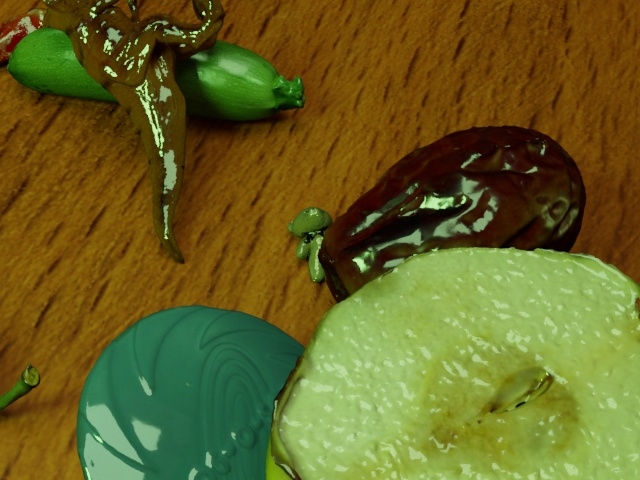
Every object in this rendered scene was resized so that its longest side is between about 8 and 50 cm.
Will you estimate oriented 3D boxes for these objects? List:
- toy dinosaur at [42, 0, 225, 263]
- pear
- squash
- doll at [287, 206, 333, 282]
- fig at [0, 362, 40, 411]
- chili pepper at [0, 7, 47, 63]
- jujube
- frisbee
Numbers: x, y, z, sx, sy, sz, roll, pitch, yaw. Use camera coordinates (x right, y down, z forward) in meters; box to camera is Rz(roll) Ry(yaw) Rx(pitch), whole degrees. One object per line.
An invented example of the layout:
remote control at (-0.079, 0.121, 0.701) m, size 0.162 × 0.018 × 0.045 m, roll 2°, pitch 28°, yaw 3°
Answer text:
toy dinosaur at (-0.190, -0.205, 1.318) m, size 0.208 × 0.097 × 0.432 m, roll -35°, pitch 64°, yaw 5°
pear at (0.138, 0.191, 0.976) m, size 0.387 × 0.191 × 0.340 m, roll -20°, pitch 55°, yaw -22°
squash at (-0.211, -0.218, 1.436) m, size 0.395 × 0.107 × 0.107 m, roll 10°, pitch 45°, yaw 9°
doll at (-0.001, 0.005, 1.276) m, size 0.062 × 0.051 × 0.093 m, roll -10°, pitch 75°, yaw -12°
fig at (-0.393, 0.128, 1.077) m, size 0.186 × 0.148 × 0.142 m, roll 23°, pitch 16°, yaw -35°
chili pepper at (-0.407, -0.271, 1.522) m, size 0.191 × 0.050 × 0.059 m, roll -31°, pitch 56°, yaw -13°
jujube at (0.140, -0.015, 1.188) m, size 0.290 × 0.197 × 0.197 m, roll -26°, pitch 51°, yaw -14°
frisbee at (-0.071, 0.178, 0.991) m, size 0.290 × 0.049 × 0.289 m, roll 18°, pitch 50°, yaw -24°
